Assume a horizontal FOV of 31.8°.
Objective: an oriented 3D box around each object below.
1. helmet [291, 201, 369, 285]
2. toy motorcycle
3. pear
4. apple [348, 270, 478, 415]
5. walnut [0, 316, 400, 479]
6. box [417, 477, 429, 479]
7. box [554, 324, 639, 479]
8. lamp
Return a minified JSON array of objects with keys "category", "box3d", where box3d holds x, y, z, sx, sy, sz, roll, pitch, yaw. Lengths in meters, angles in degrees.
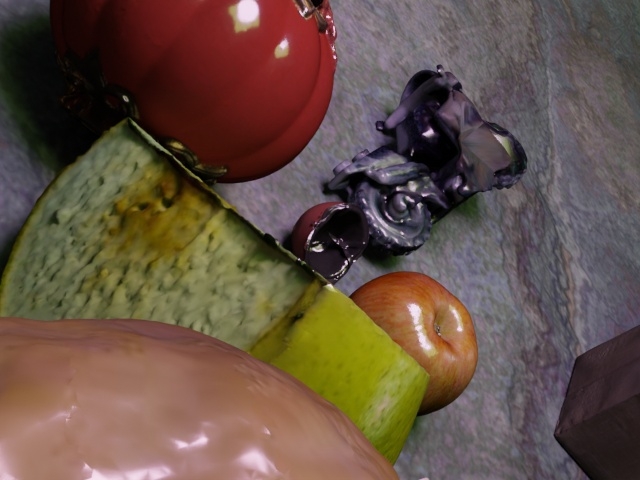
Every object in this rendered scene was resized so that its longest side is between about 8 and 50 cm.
[{"category":"helmet","box3d":[-0.002,0.001,0.965,0.084,0.049,0.065,-43,131,-30]},{"category":"toy motorcycle","box3d":[0.103,-0.088,1.124,0.270,0.106,0.159,-28,80,-45]},{"category":"pear","box3d":[-0.054,0.077,0.718,0.292,0.159,0.292,39,-1,1]},{"category":"apple","box3d":[0.072,0.084,0.933,0.126,0.102,0.126,30,42,-31]},{"category":"walnut","box3d":[-0.109,0.205,0.414,0.381,0.381,0.381,31,40,-30]},{"category":"box","box3d":[0.076,0.292,0.701,0.265,0.097,0.168,58,16,18]},{"category":"box","box3d":[0.378,0.211,1.151,0.231,0.149,0.155,48,34,-9]},{"category":"lamp","box3d":[-0.091,-0.148,0.839,0.227,0.227,0.227,31,40,-30]}]
